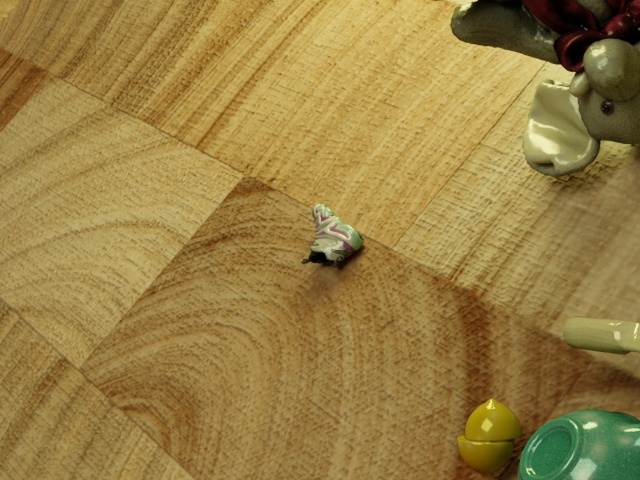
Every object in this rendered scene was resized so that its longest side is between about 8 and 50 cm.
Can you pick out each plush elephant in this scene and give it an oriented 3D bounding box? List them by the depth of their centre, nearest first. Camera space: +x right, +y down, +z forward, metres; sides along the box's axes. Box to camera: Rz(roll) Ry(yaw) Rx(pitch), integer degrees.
[{"bbox_3d":[0.284,-0.207,1.384,0.272,0.330,0.255,-29,62,22],"label":"plush elephant"}]

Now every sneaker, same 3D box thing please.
[{"bbox_3d":[0.000,0.000,1.605,0.069,0.038,0.098,-46,36,-4],"label":"sneaker"}]

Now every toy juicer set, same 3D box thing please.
[{"bbox_3d":[0.211,0.186,1.194,0.329,0.089,0.209,-50,23,5],"label":"toy juicer set"}]
